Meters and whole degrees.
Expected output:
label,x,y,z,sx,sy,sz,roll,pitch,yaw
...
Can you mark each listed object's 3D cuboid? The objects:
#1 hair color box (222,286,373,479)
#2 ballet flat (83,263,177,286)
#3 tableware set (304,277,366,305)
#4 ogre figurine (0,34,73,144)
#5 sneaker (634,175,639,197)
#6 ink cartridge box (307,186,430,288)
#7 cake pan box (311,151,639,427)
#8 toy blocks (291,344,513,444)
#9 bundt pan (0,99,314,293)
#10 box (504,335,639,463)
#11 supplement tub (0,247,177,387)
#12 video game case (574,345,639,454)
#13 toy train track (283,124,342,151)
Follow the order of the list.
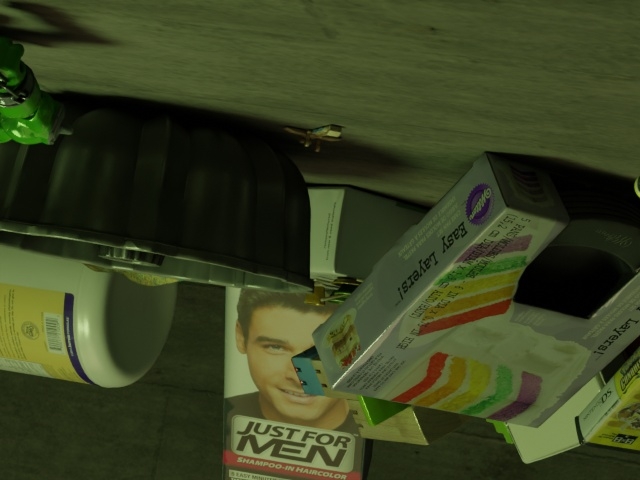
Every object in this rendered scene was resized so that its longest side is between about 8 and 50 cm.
label,x,y,z,sx,sy,sz,roll,pitch,yaw
hair color box,-0.022,0.158,2.317,0.185,0.374,0.113,8,-143,7
ballet flat,-0.220,-0.015,2.128,0.123,0.123,0.348,12,174,-29
tableware set,0.035,0.058,1.870,0.104,0.024,0.154,13,171,-34
ogre figurine,-0.246,-0.107,1.248,0.197,0.097,0.118,-11,147,30
sneaker,0.277,-0.035,1.390,0.083,0.031,0.035,8,174,13
ink cartridge box,0.000,0.000,1.935,0.160,0.093,0.219,14,172,-42
cake pan box,0.167,0.047,1.570,0.245,0.070,0.267,13,133,-37
toy blocks,0.148,0.115,2.088,0.381,0.191,0.261,-27,-170,-25
bundt pan,-0.156,-0.041,1.604,0.330,0.124,0.331,9,176,1
box,0.301,0.120,1.892,0.232,0.127,0.148,-19,172,-42
supplement tub,-0.383,0.058,2.459,0.331,0.241,0.241,8,175,22
video game case,0.410,0.127,1.693,0.275,0.035,0.248,11,138,-21
toy train track,-0.001,-0.081,1.482,0.048,0.014,0.083,11,174,-17
